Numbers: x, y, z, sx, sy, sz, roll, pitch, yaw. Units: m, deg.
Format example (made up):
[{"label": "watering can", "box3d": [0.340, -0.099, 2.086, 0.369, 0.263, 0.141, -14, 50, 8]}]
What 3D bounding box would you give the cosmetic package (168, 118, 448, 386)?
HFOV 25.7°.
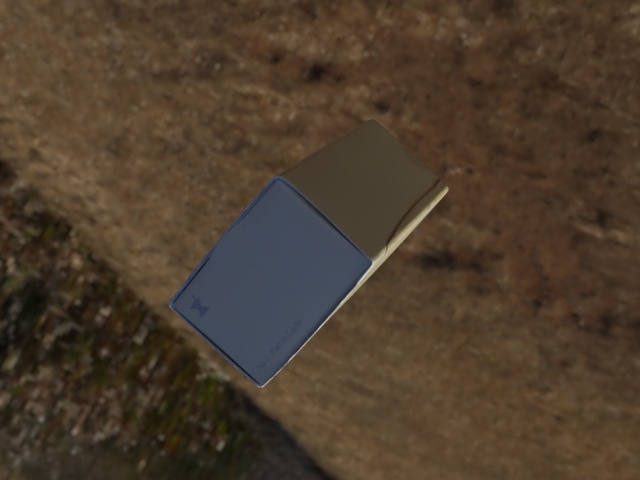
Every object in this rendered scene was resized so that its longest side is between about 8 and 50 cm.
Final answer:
[{"label": "cosmetic package", "box3d": [0.000, 0.000, 1.281, 0.113, 0.160, 0.309, 42, -158, 2]}]
